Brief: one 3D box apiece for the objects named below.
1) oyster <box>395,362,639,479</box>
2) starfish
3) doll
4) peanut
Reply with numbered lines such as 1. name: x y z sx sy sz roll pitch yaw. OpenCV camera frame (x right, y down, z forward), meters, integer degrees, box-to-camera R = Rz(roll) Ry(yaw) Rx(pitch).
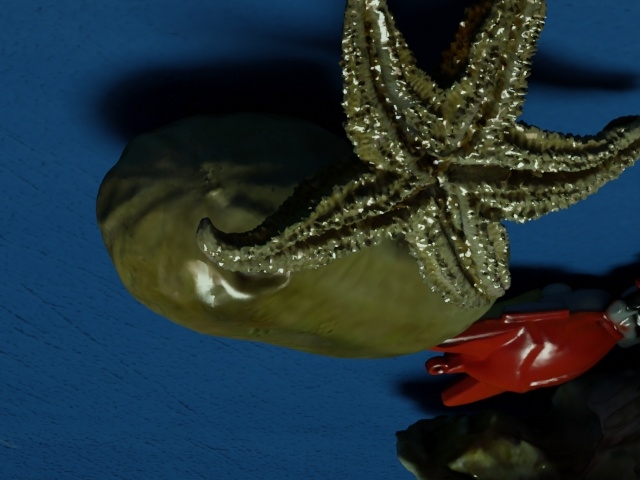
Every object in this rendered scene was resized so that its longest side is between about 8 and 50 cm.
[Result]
1. oyster: 0.211 0.116 1.135 0.237 0.115 0.351 -12 172 -28
2. starfish: 0.050 -0.040 0.868 0.240 0.043 0.227 -21 130 -22
3. doll: 0.144 0.057 1.110 0.169 0.057 0.109 -11 153 9
4. peanut: 0.000 0.000 0.952 0.236 0.110 0.120 11 104 -31
